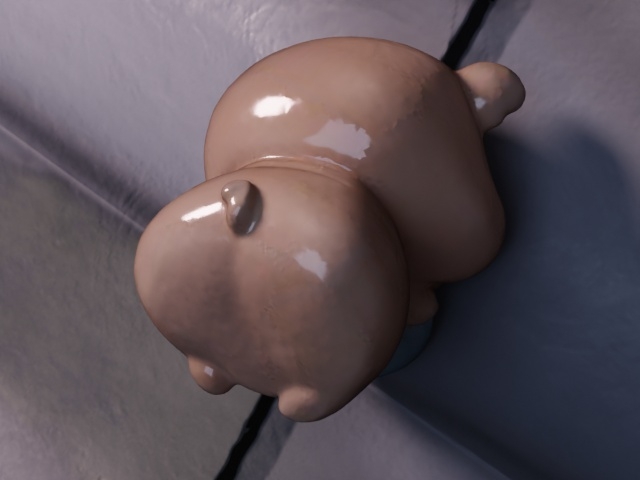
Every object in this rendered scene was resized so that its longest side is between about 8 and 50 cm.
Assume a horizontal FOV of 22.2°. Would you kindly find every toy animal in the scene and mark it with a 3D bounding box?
[{"bbox_3d":[-0.006,-0.013,1.025,0.210,0.221,0.229,9,100,28],"label":"toy animal"}]
